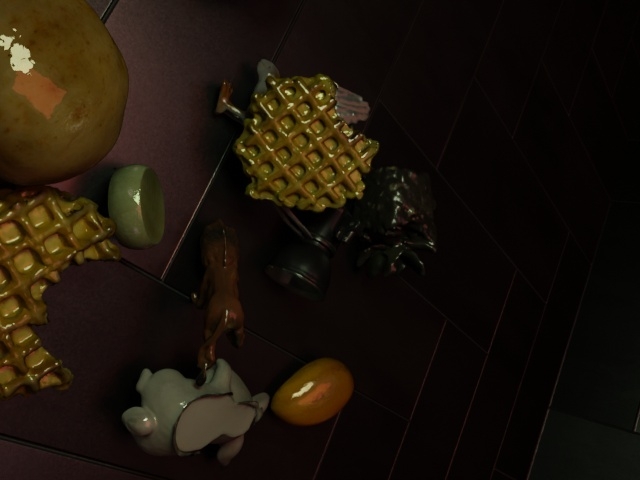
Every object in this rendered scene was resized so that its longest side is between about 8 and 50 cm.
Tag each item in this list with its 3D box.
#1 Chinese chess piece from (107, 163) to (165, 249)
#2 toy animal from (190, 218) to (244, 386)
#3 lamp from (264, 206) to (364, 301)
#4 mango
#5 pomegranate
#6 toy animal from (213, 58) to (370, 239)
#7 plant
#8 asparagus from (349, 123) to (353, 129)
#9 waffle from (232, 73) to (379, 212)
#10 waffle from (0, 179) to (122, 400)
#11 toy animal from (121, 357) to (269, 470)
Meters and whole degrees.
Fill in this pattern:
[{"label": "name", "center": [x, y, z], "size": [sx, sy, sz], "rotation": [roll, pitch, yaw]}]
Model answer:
[{"label": "Chinese chess piece", "center": [-0.307, -0.056, 1.057], "size": [0.144, 0.059, 0.144], "rotation": [-3, 90, -86]}, {"label": "toy animal", "center": [-0.186, 0.093, 1.162], "size": [0.097, 0.312, 0.157], "rotation": [0, 134, -13]}, {"label": "lamp", "center": [0.000, 0.000, 1.368], "size": [0.147, 0.172, 0.227], "rotation": [45, 66, -40]}, {"label": "mango", "center": [-0.020, 0.352, 1.454], "size": [0.219, 0.112, 0.144], "rotation": [-17, 109, -33]}, {"label": "pomegranate", "center": [-0.393, -0.218, 0.837], "size": [0.307, 0.307, 0.307], "rotation": [-10, 104, -46]}, {"label": "toy animal", "center": [-0.096, -0.192, 1.269], "size": [0.302, 0.225, 0.284], "rotation": [29, 76, -23]}, {"label": "plant", "center": [0.174, -0.039, 1.542], "size": [0.189, 0.199, 0.275], "rotation": [1, 92, -41]}, {"label": "asparagus", "center": [0.059, -0.230, 1.498], "size": [0.021, 0.025, 0.108], "rotation": [38, 68, -34]}, {"label": "waffle", "center": [-0.024, -0.183, 1.195], "size": [0.291, 0.051, 0.290], "rotation": [-2, 102, -8]}, {"label": "waffle", "center": [-0.445, 0.066, 0.914], "size": [0.261, 0.151, 0.324], "rotation": [30, 73, -49]}, {"label": "toy animal", "center": [-0.218, 0.332, 1.200], "size": [0.208, 0.154, 0.325], "rotation": [-58, 138, -15]}]
